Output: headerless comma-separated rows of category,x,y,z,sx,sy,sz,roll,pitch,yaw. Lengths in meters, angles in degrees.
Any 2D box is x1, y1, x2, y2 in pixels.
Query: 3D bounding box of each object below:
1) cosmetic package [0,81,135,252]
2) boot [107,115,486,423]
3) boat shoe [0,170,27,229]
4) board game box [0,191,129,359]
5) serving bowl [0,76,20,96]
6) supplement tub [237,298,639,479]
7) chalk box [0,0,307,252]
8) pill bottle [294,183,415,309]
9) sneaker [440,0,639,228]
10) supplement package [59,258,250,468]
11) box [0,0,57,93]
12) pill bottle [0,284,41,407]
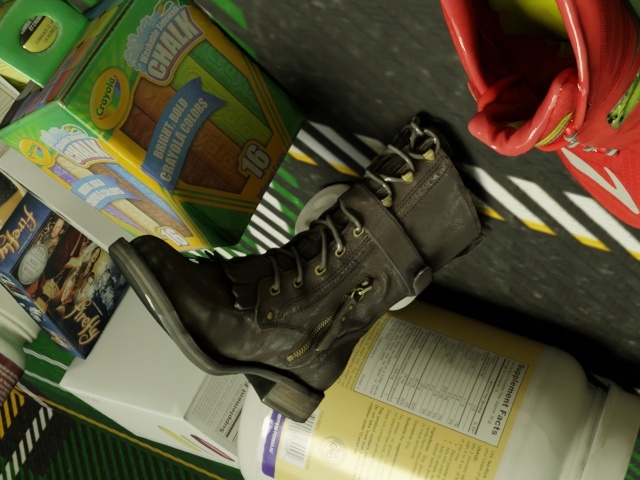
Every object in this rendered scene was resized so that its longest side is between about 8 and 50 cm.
cosmetic package,-0.238,-0.056,0.820,0.099,0.060,0.239,37,172,30
boot,0.000,0.000,0.622,0.091,0.229,0.263,43,179,39
boat shoe,-0.535,-0.125,0.935,0.500,0.156,0.187,35,142,-1
board game box,-0.281,0.018,1.003,0.042,0.165,0.243,20,156,15
serving bowl,-0.282,-0.161,0.812,0.083,0.027,0.083,23,156,11
supplement tub,0.114,0.189,0.845,0.331,0.241,0.241,19,155,18
chalk box,-0.142,-0.103,0.657,0.213,0.132,0.132,40,153,-29
pill bottle,0.038,0.010,0.776,0.067,0.067,0.120,-3,143,48
sneaker,0.120,-0.081,0.445,0.107,0.118,0.279,2,146,45
supplement package,-0.154,0.143,1.073,0.261,0.204,0.145,1,145,45
box,-0.188,-0.114,0.773,0.087,0.058,0.232,0,144,47
pill bottle,-0.700,0.261,1.641,0.224,0.392,0.224,23,156,11
